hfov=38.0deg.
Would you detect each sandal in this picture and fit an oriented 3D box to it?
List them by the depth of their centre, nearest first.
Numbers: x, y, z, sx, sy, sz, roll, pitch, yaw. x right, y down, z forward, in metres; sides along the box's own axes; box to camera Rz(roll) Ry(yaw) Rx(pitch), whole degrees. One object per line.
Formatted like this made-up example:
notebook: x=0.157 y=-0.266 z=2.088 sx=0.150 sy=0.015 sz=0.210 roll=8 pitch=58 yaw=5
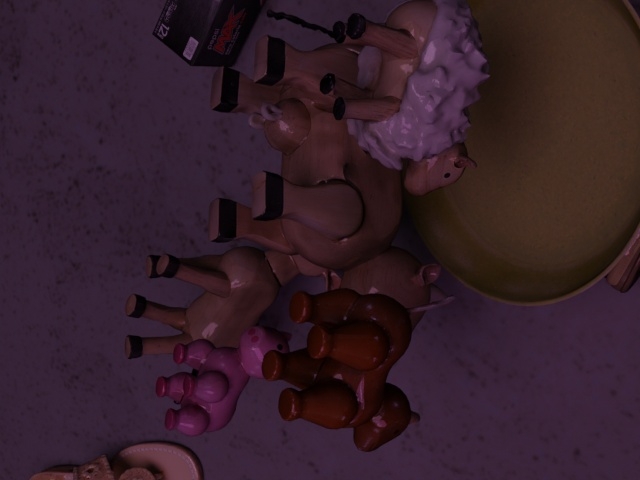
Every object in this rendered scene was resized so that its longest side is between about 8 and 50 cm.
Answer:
sandal: x=-0.230 y=0.263 z=0.938 sx=0.240 sy=0.079 sz=0.088 roll=-15 pitch=91 yaw=33

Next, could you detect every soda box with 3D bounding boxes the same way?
soda box: x=-0.072 y=-0.227 z=0.764 sx=0.053 sy=0.060 sz=0.169 roll=41 pitch=118 yaw=21

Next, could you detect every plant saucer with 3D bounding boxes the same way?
plant saucer: x=0.139 y=-0.076 z=0.635 sx=0.241 sy=0.037 sz=0.240 roll=15 pitch=109 yaw=52

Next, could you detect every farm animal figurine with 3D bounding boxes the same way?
farm animal figurine: x=0.000 y=0.000 z=0.685 sx=0.330 sy=0.172 sz=0.326 roll=11 pitch=93 yaw=58

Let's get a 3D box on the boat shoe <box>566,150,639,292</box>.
boat shoe: x=0.214 y=-0.053 z=0.616 sx=0.060 sy=0.064 sz=0.178 roll=28 pitch=115 yaw=23
